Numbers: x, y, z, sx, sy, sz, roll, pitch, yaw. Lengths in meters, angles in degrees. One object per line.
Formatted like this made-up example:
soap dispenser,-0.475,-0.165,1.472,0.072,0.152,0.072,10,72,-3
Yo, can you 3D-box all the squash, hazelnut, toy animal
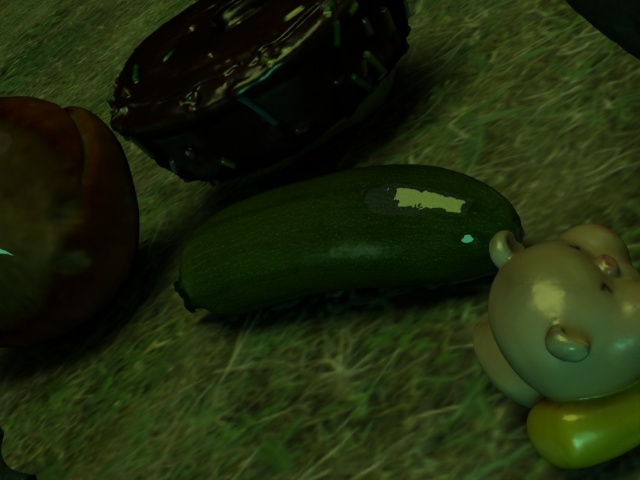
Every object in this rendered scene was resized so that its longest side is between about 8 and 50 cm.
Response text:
squash,0.000,0.000,0.776,0.258,0.069,0.069,-11,32,44
hazelnut,-0.198,-0.008,0.964,0.182,0.182,0.182,-29,22,13
toy animal,0.102,0.026,0.559,0.091,0.082,0.114,-32,21,1

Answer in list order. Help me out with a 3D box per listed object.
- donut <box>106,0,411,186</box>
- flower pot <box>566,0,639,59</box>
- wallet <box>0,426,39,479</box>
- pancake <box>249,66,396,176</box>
donut,-0.037,-0.128,1.001,0.235,0.089,0.235,-29,25,14
flower pot,0.202,-0.160,0.676,0.148,0.235,0.235,-57,25,-6
wallet,-0.230,0.169,0.686,0.202,0.059,0.141,-26,29,33
pancake,-0.009,-0.095,1.048,0.152,0.025,0.151,-29,25,15
